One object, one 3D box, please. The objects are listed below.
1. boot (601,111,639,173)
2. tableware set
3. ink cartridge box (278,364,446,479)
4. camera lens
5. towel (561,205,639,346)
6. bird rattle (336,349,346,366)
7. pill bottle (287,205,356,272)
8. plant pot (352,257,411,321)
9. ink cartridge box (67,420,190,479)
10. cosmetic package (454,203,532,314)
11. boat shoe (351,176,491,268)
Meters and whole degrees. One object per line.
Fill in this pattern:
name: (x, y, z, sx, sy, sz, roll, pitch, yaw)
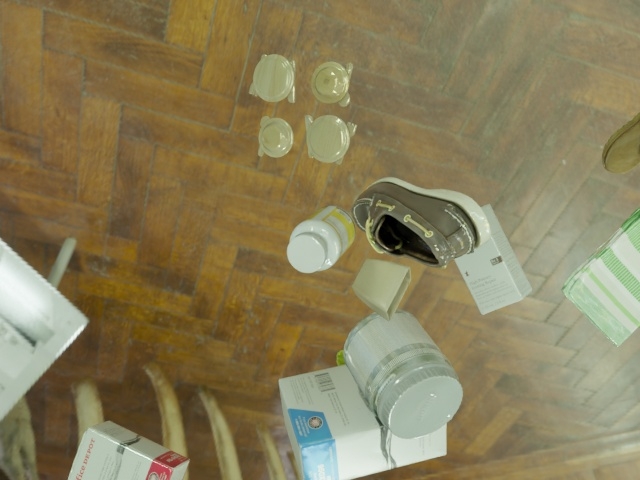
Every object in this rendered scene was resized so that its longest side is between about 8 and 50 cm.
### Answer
boot: (0.683, -0.141, 1.344, 0.089, 0.270, 0.236, 11, 143, -4)
tableware set: (-0.026, -0.179, 0.884, 0.168, 0.020, 0.141, 9, 99, 23)
ink cartridge box: (0.110, 0.477, 1.761, 0.394, 0.285, 0.166, -10, 116, -10)
camera lens: (0.196, 0.319, 1.600, 0.219, 0.274, 0.219, -11, 124, -17)
towel: (0.782, 0.079, 1.606, 0.248, 0.038, 0.325, 41, 96, -16)
bird rattle: (0.070, 0.470, 2.009, 0.207, 0.143, 0.253, 42, 110, 10)
pill bottle: (0.000, 0.000, 1.276, 0.103, 0.184, 0.103, 6, 108, 17)
plant pot: (0.129, 0.098, 1.407, 0.096, 0.109, 0.109, 25, 167, 17)
ink cartridge box: (-0.289, 0.352, 0.968, 0.150, 0.063, 0.109, 21, 92, 14)
cosmetic package: (0.389, 0.044, 1.530, 0.117, 0.085, 0.231, -30, 85, 36)
boat shoe: (0.129, -0.025, 1.035, 0.096, 0.324, 0.117, -35, 113, -18)
